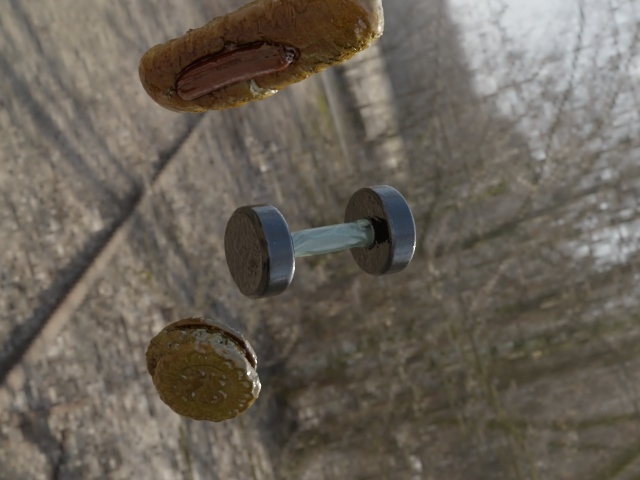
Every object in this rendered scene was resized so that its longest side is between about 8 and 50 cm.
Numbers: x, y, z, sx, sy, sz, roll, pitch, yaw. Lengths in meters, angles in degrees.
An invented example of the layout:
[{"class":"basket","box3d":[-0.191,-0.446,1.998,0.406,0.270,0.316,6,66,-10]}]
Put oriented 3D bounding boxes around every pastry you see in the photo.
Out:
[{"class":"pastry","box3d":[-0.107,0.117,1.183,0.057,0.109,0.097,-81,179,-52]}]

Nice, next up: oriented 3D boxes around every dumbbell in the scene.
[{"class":"dumbbell","box3d":[0.000,0.000,1.384,0.100,0.191,0.100,22,-63,54]}]

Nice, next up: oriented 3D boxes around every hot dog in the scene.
[{"class":"hot dog","box3d":[-0.044,-0.125,0.877,0.066,0.215,0.047,52,47,-27]}]
